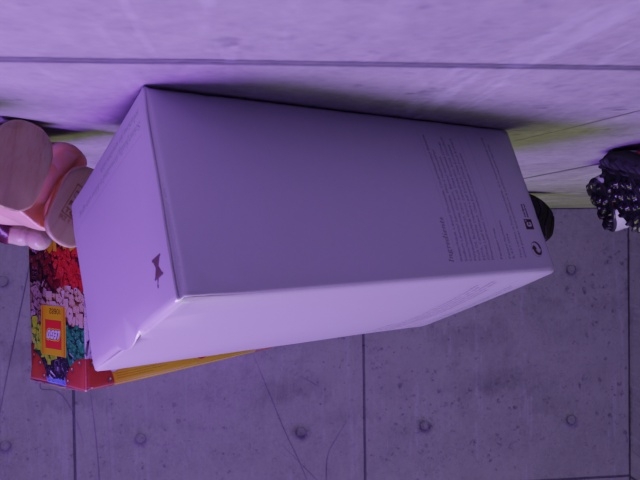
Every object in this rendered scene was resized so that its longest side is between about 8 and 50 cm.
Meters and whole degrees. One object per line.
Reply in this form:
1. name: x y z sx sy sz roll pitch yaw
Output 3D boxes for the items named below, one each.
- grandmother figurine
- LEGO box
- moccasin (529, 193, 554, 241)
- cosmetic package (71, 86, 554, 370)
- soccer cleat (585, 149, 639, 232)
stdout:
1. grandmother figurine: -0.361 -0.051 0.655 0.342 0.104 0.208 5 145 34
2. LEGO box: -0.334 0.075 1.367 0.193 0.372 0.500 -1 -179 36
3. moccasin: 0.458 -0.056 1.704 0.380 0.139 0.147 -1 -178 -28
4. cosmetic package: 0.000 0.000 0.563 0.365 0.155 0.197 0 159 -37
5. soccer cleat: 0.426 -0.073 0.832 0.116 0.109 0.318 -23 172 14
